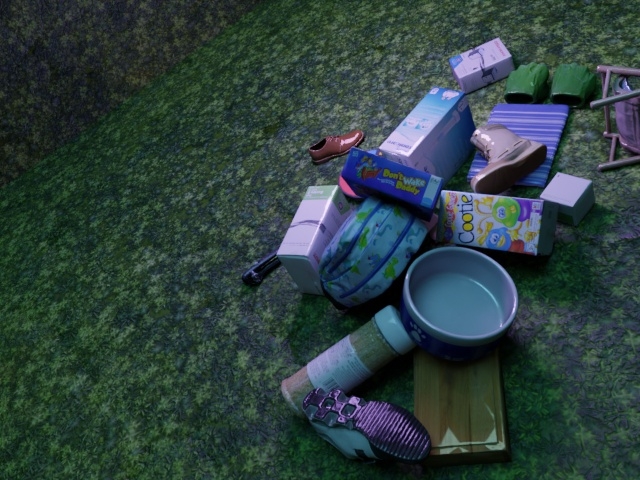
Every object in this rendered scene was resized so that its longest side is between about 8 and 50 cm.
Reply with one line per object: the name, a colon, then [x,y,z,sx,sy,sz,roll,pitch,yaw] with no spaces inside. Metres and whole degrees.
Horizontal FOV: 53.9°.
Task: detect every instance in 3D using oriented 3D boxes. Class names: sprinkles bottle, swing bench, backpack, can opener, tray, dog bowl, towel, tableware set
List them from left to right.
can opener: [-0.177,0.075,2.027,0.186,0.059,0.073,-38,43,-6]
sprinkles bottle: [0.069,0.308,1.577,0.355,0.121,0.121,-37,42,12]
backpack: [0.138,0.028,1.648,0.290,0.273,0.355,-48,15,-14]
tableware set: [0.367,-0.069,1.879,0.141,0.020,0.169,-35,44,0]
dog bowl: [0.323,0.147,1.487,0.264,0.104,0.265,2,49,-2]
tray: [0.327,0.320,1.503,0.202,0.076,0.411,-12,45,20]
towel: [0.613,-0.299,1.947,0.243,0.040,0.336,8,58,33]
swing bench: [0.866,-0.325,1.658,0.254,0.253,0.165,3,52,31]

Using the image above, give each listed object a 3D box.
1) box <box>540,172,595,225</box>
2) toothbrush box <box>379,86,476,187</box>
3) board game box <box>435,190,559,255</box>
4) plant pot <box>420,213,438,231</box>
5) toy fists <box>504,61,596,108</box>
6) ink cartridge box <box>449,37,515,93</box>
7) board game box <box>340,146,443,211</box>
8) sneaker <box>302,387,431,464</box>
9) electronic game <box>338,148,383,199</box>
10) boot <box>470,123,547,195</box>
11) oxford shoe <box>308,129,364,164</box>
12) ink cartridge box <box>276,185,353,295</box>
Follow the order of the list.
box: [0.667,-0.112,1.697,0.101,0.087,0.102,26,66,43]
toothbrush box: [0.345,-0.295,1.956,0.126,0.216,0.296,23,66,42]
board game box: [0.468,-0.048,1.674,0.275,0.144,0.142,10,95,36]
plant pot: [0.265,-0.072,1.864,0.109,0.096,0.109,-49,41,2]
toy fists: [0.733,-0.497,2.014,0.279,0.096,0.142,11,67,34]
ink cartridge box: [0.570,-0.616,2.224,0.190,0.082,0.140,-23,43,11]
board game box: [0.193,-0.137,1.642,0.233,0.347,0.078,21,90,9]
sneaker: [0.115,0.451,1.455,0.330,0.146,0.122,12,41,39]
electronic game: [0.167,-0.225,2.116,0.229,0.048,0.229,-15,45,16]
boot: [0.502,-0.245,1.855,0.261,0.095,0.203,-32,46,-13]
oxford shoe: [0.057,-0.351,2.277,0.212,0.076,0.076,-26,41,3]
ink cartridge box: [0.000,0.000,1.892,0.114,0.198,0.273,2,52,32]
